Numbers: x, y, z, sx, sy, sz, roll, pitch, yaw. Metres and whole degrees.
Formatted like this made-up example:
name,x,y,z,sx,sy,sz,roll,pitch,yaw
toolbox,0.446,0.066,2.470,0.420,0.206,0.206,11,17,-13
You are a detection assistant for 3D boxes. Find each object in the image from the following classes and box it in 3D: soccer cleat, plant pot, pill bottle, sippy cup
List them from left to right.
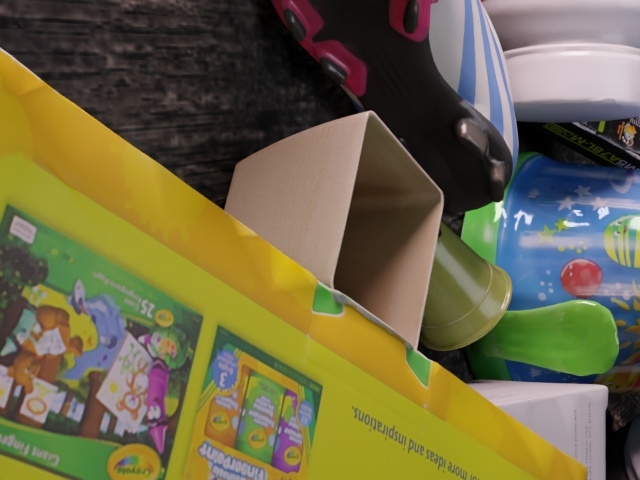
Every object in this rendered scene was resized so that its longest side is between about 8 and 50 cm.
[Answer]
name,x,y,z,sx,sy,sz,roll,pitch,yaw
plant pot,0.000,0.000,0.662,0.109,0.096,0.109,41,54,-51
soccer cleat,0.046,-0.158,0.751,0.331,0.116,0.143,60,26,-43
plant pot,0.086,0.024,0.836,0.079,0.083,0.083,51,47,-32
pill bottle,0.205,-0.247,0.946,0.161,0.161,0.283,2,89,-59
sippy cup,0.266,0.035,0.987,0.240,0.224,0.306,59,43,-40

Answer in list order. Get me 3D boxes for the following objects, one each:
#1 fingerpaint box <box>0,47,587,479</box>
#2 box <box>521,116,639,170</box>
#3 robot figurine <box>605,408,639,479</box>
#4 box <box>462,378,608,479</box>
name,x,y,z,sx,sy,sz,roll,pitch,yaw
fingerpaint box,-0.076,0.201,0.442,0.445,0.163,0.371,36,59,-46
box,0.281,-0.165,1.097,0.184,0.045,0.191,25,63,-20
robot figurine,0.308,0.263,1.038,0.209,0.278,0.174,16,38,-22
box,0.114,0.194,0.808,0.181,0.119,0.181,2,88,-50
